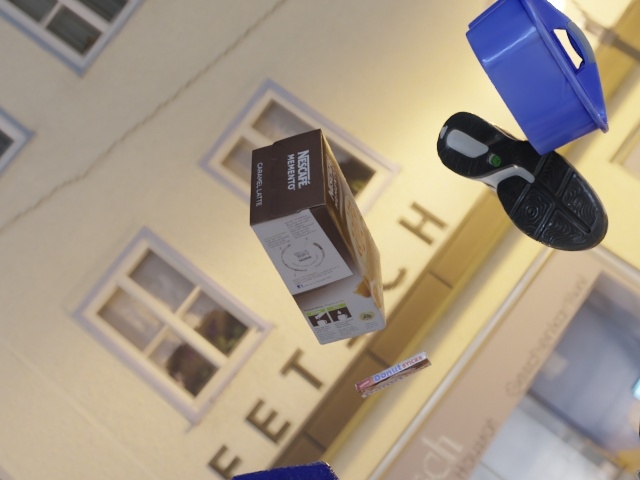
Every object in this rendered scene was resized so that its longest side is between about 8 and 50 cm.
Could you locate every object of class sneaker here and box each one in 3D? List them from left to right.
[{"bbox_3d":[0.464,-0.119,2.200,0.257,0.447,0.169,9,-65,-43],"label":"sneaker"}]

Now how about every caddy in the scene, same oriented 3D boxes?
[{"bbox_3d":[0.418,-0.328,2.006,0.179,0.341,0.241,-31,12,18],"label":"caddy"}]

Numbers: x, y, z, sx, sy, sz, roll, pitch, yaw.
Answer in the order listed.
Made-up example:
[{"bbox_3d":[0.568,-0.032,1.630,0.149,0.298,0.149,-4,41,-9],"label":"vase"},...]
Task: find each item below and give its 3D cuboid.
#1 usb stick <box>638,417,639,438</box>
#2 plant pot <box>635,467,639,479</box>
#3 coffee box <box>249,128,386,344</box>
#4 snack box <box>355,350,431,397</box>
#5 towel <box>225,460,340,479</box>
[{"bbox_3d":[0.572,0.328,1.720,0.278,0.045,0.077,36,-114,-47],"label":"usb stick"},{"bbox_3d":[0.434,0.273,1.189,0.109,0.109,0.096,-29,-4,40],"label":"plant pot"},{"bbox_3d":[0.000,0.000,1.383,0.098,0.141,0.246,-16,-45,13],"label":"coffee box"},{"bbox_3d":[0.169,0.309,2.481,0.178,0.022,0.064,-27,-25,5],"label":"snack box"},{"bbox_3d":[-0.097,0.426,1.561,0.308,0.227,0.076,-9,-66,-19],"label":"towel"}]
